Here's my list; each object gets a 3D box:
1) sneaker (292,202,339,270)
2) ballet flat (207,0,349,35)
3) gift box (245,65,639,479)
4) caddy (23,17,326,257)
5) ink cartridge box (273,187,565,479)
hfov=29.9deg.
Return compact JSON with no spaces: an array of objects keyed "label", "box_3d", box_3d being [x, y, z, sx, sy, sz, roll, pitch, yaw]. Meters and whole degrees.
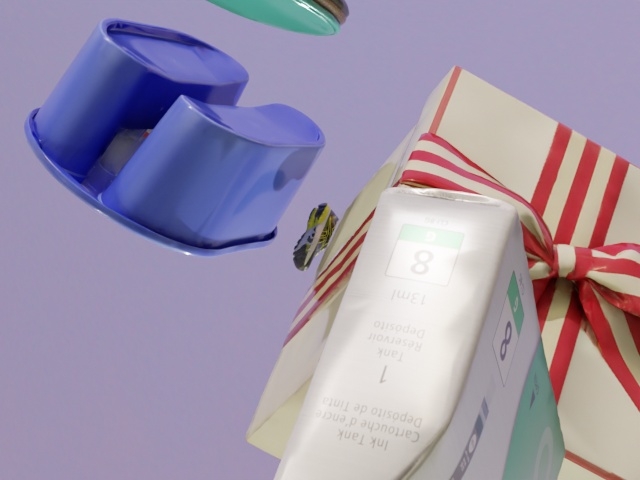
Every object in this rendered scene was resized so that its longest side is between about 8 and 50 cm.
[{"label":"sneaker","box_3d":[0.000,0.000,1.260,0.035,0.031,0.083,39,-121,-26]},{"label":"ballet flat","box_3d":[-0.091,-0.225,0.883,0.280,0.095,0.096,8,-94,-36]},{"label":"gift box","box_3d":[0.119,0.078,0.812,0.255,0.258,0.276,23,-122,-9]},{"label":"caddy","box_3d":[-0.151,-0.092,1.244,0.241,0.341,0.179,39,-74,15]},{"label":"ink cartridge box","box_3d":[0.028,0.124,0.407,0.181,0.056,0.225,68,-144,-51]}]
